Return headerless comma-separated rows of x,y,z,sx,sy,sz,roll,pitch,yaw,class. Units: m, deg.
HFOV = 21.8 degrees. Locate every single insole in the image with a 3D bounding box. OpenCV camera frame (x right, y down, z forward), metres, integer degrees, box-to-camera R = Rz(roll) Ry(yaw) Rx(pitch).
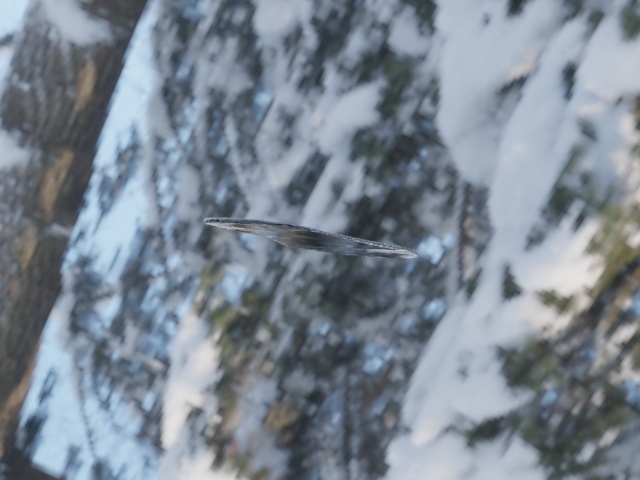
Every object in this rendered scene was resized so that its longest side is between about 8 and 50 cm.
0.000,0.000,0.597,0.053,0.002,0.152,3,176,22,insole
